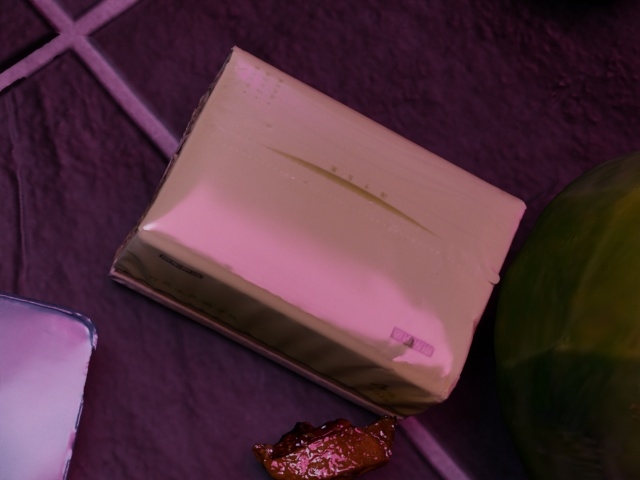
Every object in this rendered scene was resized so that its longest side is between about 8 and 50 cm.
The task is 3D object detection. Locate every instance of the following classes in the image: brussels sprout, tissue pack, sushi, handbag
[{"bbox_3d":[0.267,0.114,0.988,0.281,0.289,0.354,-30,106,-36],"label":"brussels sprout"},{"bbox_3d":[0.000,0.000,1.025,0.234,0.125,0.159,29,66,-7],"label":"tissue pack"},{"bbox_3d":[0.002,0.142,1.017,0.099,0.050,0.047,-12,81,-26],"label":"sushi"},{"bbox_3d":[-0.260,0.093,0.954,0.221,0.057,0.144,15,72,-12],"label":"handbag"}]
